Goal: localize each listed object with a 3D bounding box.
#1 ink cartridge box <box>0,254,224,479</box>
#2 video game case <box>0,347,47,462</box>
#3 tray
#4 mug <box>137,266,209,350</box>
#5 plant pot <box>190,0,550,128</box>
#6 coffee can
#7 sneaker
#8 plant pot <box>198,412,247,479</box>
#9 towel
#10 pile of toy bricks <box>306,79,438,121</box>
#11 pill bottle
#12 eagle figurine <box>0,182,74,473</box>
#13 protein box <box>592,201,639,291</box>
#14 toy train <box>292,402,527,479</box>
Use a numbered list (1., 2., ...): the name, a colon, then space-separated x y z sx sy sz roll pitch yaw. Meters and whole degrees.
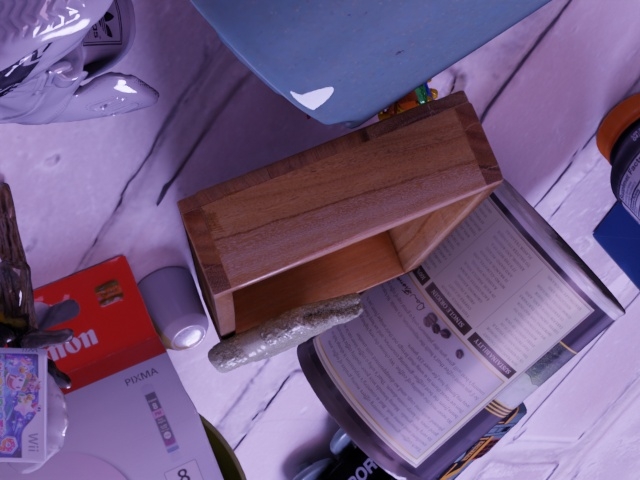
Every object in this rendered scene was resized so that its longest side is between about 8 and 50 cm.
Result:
1. ink cartridge box: -0.208 0.155 1.050 0.189 0.066 0.232 -23 102 -16
2. video game case: -0.253 0.114 0.844 0.122 0.011 0.087 2 110 -7
3. tray: 0.000 0.000 0.969 0.202 0.076 0.411 -22 172 -7
4. mug: -0.136 0.074 1.128 0.062 0.064 0.078 -9 136 -31
5. plant pot: 0.068 -0.262 0.725 0.334 0.341 0.341 -38 144 17
6. coffee can: 0.142 0.091 1.243 0.275 0.201 0.201 -43 142 11
7. sneaker: -0.168 -0.142 0.703 0.210 0.137 0.366 -13 -176 -40
8. plant pot: -0.209 0.323 1.217 0.274 0.275 0.293 -22 157 -16
9. towel: -0.027 0.081 1.078 0.110 0.027 0.148 -27 172 22
10. pile of toy bricks: 0.034 -0.126 1.025 0.105 0.118 0.212 -5 156 15
11. pill bottle: 0.387 -0.049 1.241 0.130 0.246 0.130 -19 140 -17
12. eagle figurine: -0.349 0.116 0.916 0.298 0.226 0.225 -17 160 -30
13. protein box: 0.462 -0.010 1.378 0.136 0.200 0.201 6 128 -41
14. toy train: 0.102 0.265 1.468 0.334 0.142 0.190 -51 150 20
